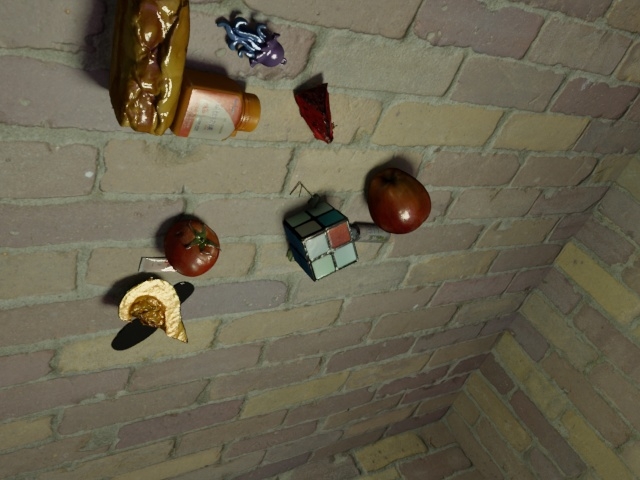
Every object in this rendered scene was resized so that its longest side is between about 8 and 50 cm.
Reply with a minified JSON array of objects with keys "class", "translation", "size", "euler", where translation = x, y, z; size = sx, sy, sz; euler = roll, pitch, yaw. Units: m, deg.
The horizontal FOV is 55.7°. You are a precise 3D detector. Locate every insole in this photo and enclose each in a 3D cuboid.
[{"class":"insole","translation":[-0.558,0.256,2.021],"size":[0.348,0.009,0.119],"euler":[-42,144,7]}]

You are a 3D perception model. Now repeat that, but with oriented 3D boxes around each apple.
[{"class":"apple","translation":[0.269,-0.132,2.087],"size":[0.233,0.234,0.234],"euler":[-22,141,-19]}]

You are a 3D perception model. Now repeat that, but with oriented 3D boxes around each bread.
[{"class":"bread","translation":[-0.367,-0.406,1.320],"size":[0.148,0.195,0.344],"euler":[-3,135,-28]}]

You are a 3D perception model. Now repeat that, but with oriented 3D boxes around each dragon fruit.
[{"class":"dragon fruit","translation":[0.016,-0.357,1.739],"size":[0.092,0.122,0.192],"euler":[-43,143,-16]}]

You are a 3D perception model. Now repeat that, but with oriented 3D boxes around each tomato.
[{"class":"tomato","translation":[-0.384,0.027,1.807],"size":[0.167,0.167,0.167],"euler":[-22,141,-19]}]

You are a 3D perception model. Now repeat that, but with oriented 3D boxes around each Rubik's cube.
[{"class":"Rubik's cube","translation":[0.001,0.000,2.023],"size":[0.180,0.167,0.184],"euler":[-24,123,-15]}]

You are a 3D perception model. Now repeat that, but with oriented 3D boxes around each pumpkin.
[{"class":"pumpkin","translation":[-0.512,0.198,1.928],"size":[0.278,0.111,0.163],"euler":[31,91,-37]}]

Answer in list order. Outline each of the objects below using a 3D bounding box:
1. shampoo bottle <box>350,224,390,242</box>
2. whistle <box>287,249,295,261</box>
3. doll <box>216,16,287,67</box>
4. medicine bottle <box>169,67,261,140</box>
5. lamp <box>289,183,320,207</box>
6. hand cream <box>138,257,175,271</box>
[{"class":"shampoo bottle","translation":[0.168,-0.025,2.248],"size":[0.213,0.072,0.072],"euler":[2,129,-40]},{"class":"whistle","translation":[0.003,0.042,2.192],"size":[0.257,0.067,0.126],"euler":[-7,148,-27]},{"class":"doll","translation":[-0.164,-0.490,1.497],"size":[0.205,0.067,0.110],"euler":[25,127,-38]},{"class":"medicine bottle","translation":[-0.270,-0.337,1.531],"size":[0.222,0.112,0.149],"euler":[0,130,-38]},{"class":"lamp","translation":[-0.041,-0.147,1.983],"size":[0.121,0.041,0.054],"euler":[20,108,-51]},{"class":"hand cream","translation":[-0.455,0.074,1.893],"size":[0.216,0.038,0.053],"euler":[0,103,-33]}]
